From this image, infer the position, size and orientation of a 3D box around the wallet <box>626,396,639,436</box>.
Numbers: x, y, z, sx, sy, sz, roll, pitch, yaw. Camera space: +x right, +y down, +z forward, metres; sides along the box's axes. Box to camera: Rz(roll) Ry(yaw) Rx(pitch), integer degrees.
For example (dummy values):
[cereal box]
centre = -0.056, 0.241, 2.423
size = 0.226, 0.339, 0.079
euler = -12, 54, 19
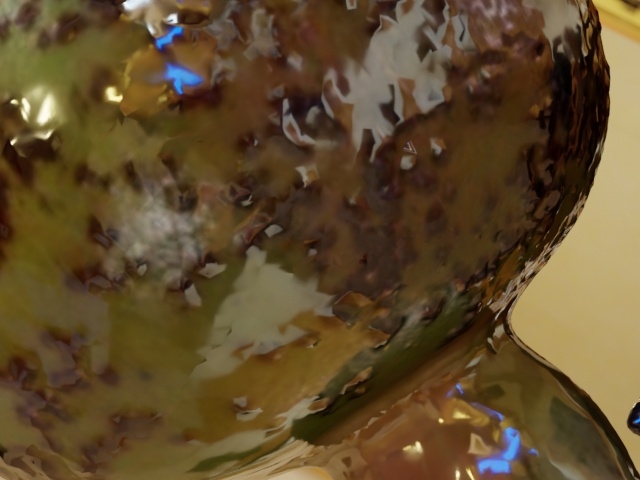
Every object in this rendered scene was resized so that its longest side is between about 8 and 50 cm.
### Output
[wallet]
centre = 0.290, 0.017, 0.810
size = 0.041, 0.323, 0.247
euler = -17, 55, 64

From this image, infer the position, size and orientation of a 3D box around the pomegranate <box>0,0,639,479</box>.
[pomegranate]
centre = 0.000, 0.000, 0.631
size = 0.285, 0.340, 0.285
euler = -38, -3, -3
